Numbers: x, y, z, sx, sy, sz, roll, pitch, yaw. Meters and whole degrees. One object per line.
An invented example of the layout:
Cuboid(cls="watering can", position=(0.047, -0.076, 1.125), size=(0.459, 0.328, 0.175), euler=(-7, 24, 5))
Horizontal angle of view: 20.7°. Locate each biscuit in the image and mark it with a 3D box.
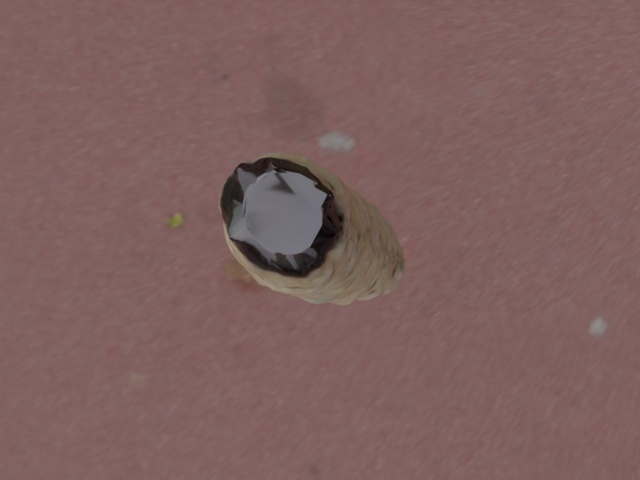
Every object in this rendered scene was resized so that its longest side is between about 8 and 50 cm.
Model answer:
Cuboid(cls="biscuit", position=(0.000, 0.000, 0.759), size=(0.061, 0.219, 0.055), euler=(29, 91, 8))
